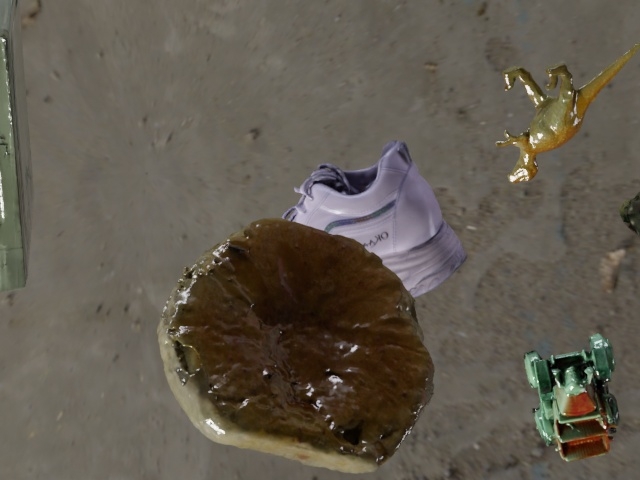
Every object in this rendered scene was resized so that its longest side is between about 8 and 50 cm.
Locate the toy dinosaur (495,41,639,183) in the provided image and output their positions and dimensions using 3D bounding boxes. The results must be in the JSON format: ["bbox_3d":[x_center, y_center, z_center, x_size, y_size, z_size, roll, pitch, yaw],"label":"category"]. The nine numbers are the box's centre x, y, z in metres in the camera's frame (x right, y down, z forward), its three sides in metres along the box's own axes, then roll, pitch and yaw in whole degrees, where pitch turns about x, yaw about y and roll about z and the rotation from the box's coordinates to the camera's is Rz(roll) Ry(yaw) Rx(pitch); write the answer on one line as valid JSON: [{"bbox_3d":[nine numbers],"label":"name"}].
[{"bbox_3d":[0.250,-0.124,1.285,0.162,0.039,0.126,-9,117,19],"label":"toy dinosaur"}]

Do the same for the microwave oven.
[{"bbox_3d":[-0.283,-0.083,0.947,0.129,0.163,0.205,-2,120,-10],"label":"microwave oven"}]

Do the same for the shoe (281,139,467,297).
[{"bbox_3d":[0.000,0.000,1.177,0.245,0.095,0.137,-16,105,13],"label":"shoe"}]

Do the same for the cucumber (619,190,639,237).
[{"bbox_3d":[0.265,0.000,0.413,0.360,0.096,0.096,-1,94,34],"label":"cucumber"}]

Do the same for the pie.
[{"bbox_3d":[-0.013,0.067,0.878,0.195,0.046,0.195,10,58,-17],"label":"pie"}]

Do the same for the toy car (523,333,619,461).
[{"bbox_3d":[0.212,0.132,1.063,0.073,0.143,0.054,-11,56,7],"label":"toy car"}]
